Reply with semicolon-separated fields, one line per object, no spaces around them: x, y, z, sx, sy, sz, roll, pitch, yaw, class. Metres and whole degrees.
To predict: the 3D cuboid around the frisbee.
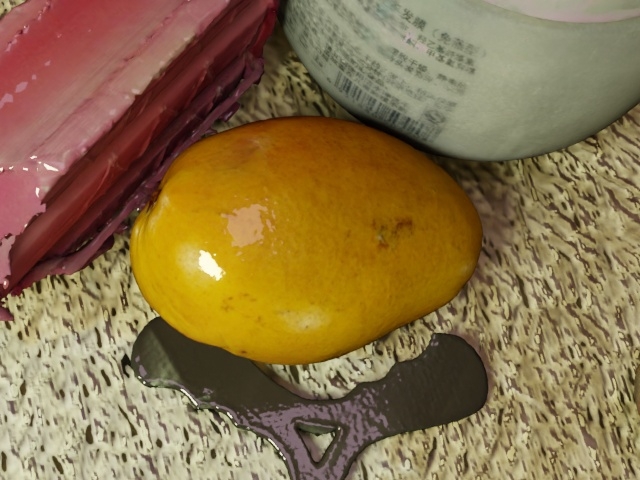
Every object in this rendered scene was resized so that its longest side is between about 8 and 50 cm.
-0.008;0.127;0.928;0.211;0.012;0.187;10;64;-11;frisbee

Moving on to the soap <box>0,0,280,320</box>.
-0.127;-0.069;0.900;0.099;0.162;0.250;37;60;4;soap

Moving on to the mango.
0.003;-0.004;0.935;0.217;0.102;0.141;0;45;-30;mango

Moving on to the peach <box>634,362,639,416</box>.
0.225;0.092;0.972;0.083;0.083;0.083;6;64;-13;peach

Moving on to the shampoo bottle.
0.109;-0.197;0.971;0.273;0.266;0.273;6;65;-13;shampoo bottle
